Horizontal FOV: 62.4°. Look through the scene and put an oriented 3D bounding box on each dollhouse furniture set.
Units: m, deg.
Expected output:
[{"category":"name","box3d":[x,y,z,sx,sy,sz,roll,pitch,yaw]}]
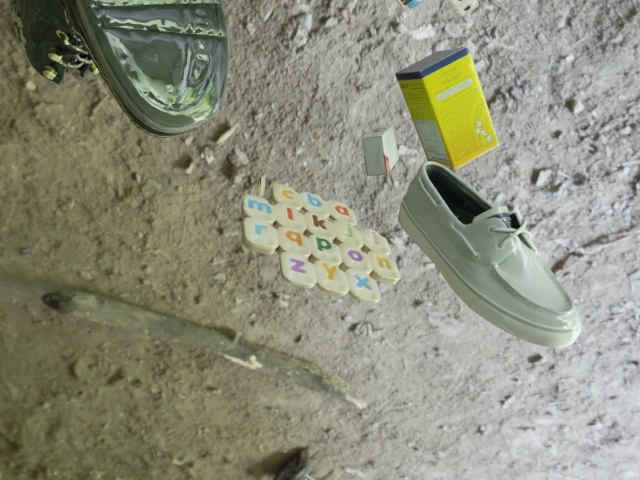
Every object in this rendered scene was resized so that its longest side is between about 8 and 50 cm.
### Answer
[{"category":"dollhouse furniture set","box3d":[0.320,-0.681,1.481,0.184,0.129,0.129,-27,163,25]}]

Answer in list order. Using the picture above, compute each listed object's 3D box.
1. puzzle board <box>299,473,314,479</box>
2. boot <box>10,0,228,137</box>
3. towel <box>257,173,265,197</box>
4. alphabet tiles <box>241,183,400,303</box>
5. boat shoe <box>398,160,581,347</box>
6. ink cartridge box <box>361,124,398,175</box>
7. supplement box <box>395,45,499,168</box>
[{"category":"puzzle board","box3d":[-0.026,0.439,0.814,0.096,0.128,0.011,40,170,-8]},{"category":"boot","box3d":[-0.154,-0.152,0.376,0.178,0.085,0.236,-32,79,53]},{"category":"towel","box3d":[-0.143,-0.129,1.281,0.009,0.083,0.060,6,107,-1]},{"category":"alphabet tiles","box3d":[0.000,0.000,0.911,0.284,0.278,0.021,15,123,-21]},{"category":"boat shoe","box3d":[0.129,0.001,0.407,0.066,0.184,0.063,-7,130,-23]},{"category":"ink cartridge box","box3d":[0.199,-0.299,1.744,0.072,0.175,0.127,-3,112,22]},{"category":"supplement box","box3d":[0.437,-0.454,1.827,0.195,0.194,0.356,-29,111,-8]}]
